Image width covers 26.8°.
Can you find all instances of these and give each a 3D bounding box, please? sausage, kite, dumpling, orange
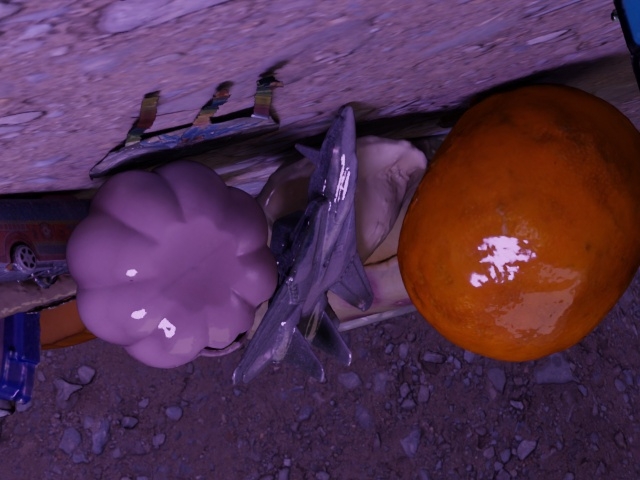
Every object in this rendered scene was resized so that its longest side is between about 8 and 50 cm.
[{"bbox_3d":[-0.297,0.065,1.633,0.241,0.120,0.136,-20,-171,43],"label":"sausage"},{"bbox_3d":[0.169,-0.134,1.401,0.100,0.015,0.015,-15,176,-4],"label":"sausage"},{"bbox_3d":[-0.105,-0.081,1.036,0.169,0.015,0.310,-14,177,-6],"label":"kite"},{"bbox_3d":[0.035,-0.036,1.364,0.179,0.131,0.252,-33,153,3],"label":"dumpling"},{"bbox_3d":[0.207,-0.015,1.332,0.284,0.226,0.284,-48,157,-27],"label":"orange"},{"bbox_3d":[-0.261,0.017,1.323,0.332,0.086,0.166,-15,-170,-25],"label":"dumpling"}]

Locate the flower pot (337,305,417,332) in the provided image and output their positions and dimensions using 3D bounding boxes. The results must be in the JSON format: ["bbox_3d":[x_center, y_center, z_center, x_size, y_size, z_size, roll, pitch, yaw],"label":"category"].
[{"bbox_3d":[0.054,0.024,1.905,0.246,0.195,0.246,-15,176,-1],"label":"flower pot"}]

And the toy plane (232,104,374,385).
[{"bbox_3d":[-0.009,-0.004,1.218,0.088,0.267,0.212,22,-149,32],"label":"toy plane"}]

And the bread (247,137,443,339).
[{"bbox_3d":[0.030,0.008,1.630,0.338,0.187,0.155,-19,171,40],"label":"bread"}]

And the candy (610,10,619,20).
[{"bbox_3d":[0.320,-0.185,1.100,0.203,0.061,0.061,-5,172,-24],"label":"candy"}]

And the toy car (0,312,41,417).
[{"bbox_3d":[-0.421,0.099,1.413,0.235,0.172,0.158,-12,160,25],"label":"toy car"}]

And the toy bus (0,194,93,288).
[{"bbox_3d":[-0.255,0.001,1.161,0.065,0.077,0.192,-20,173,27],"label":"toy bus"}]

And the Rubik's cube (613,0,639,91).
[{"bbox_3d":[0.272,-0.131,0.788,0.155,0.154,0.151,-17,177,27],"label":"Rubik's cube"}]

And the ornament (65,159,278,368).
[{"bbox_3d":[-0.128,0.020,1.141,0.178,0.177,0.177,-16,176,-1],"label":"ornament"}]
